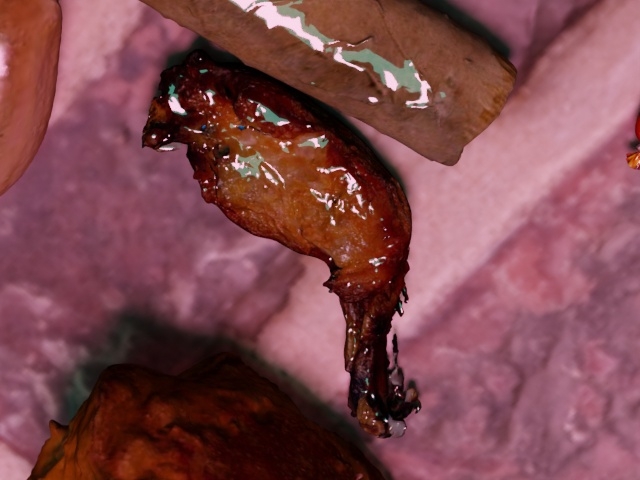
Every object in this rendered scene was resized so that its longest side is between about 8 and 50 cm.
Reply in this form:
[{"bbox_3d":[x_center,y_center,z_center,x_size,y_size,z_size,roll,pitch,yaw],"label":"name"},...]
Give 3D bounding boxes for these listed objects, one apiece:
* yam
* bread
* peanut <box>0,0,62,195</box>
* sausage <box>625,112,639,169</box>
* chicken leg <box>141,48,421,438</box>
[{"bbox_3d":[-0.071,-0.151,0.872,0.371,0.083,0.083,26,112,-9],"label":"yam"},{"bbox_3d":[-0.052,0.166,0.927,0.135,0.247,0.232,-37,96,29],"label":"bread"},{"bbox_3d":[-0.177,-0.075,0.908,0.076,0.076,0.152,17,116,-5],"label":"peanut"},{"bbox_3d":[0.215,-0.087,0.900,0.145,0.048,0.050,-41,100,20],"label":"sausage"},{"bbox_3d":[0.000,0.000,0.946,0.106,0.051,0.253,-25,111,19],"label":"chicken leg"}]
